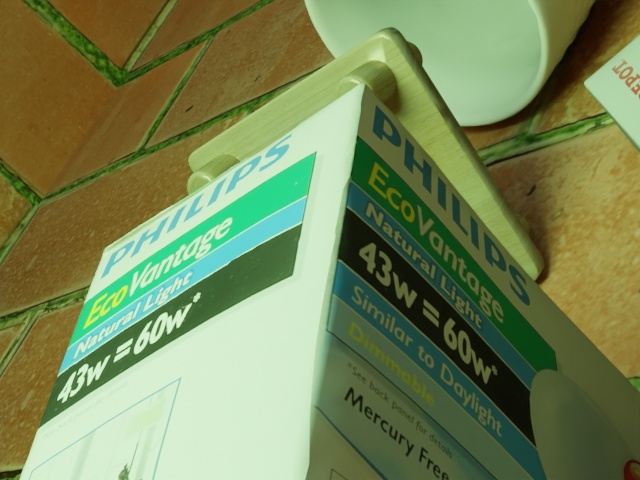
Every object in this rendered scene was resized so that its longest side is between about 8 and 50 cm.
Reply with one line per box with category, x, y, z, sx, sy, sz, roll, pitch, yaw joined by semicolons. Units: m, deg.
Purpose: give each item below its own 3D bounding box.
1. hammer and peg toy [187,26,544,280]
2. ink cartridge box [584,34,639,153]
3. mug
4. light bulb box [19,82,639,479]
hammer and peg toy;0.000;0.000;1.192;0.361;0.266;0.127;-30;7;34
ink cartridge box;0.362;-0.136;0.943;0.289;0.121;0.211;-41;24;13
mug;0.166;-0.306;1.400;0.328;0.276;0.374;-55;-5;-31
light bulb box;0.033;0.176;0.710;0.225;0.358;0.361;-30;30;28
